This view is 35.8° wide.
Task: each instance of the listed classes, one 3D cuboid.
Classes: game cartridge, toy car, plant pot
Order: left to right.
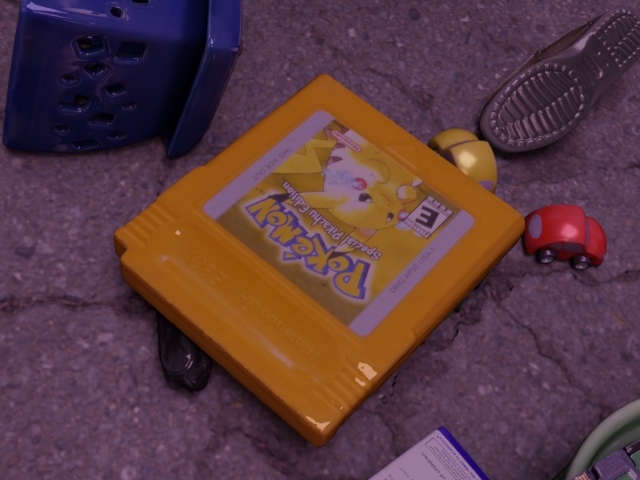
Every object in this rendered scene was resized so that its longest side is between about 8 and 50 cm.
[{"bbox_3d":[-0.200,-0.230,1.020,0.212,0.236,0.236,8,60,-16],"label":"plant pot"},{"bbox_3d":[0.000,0.000,0.979,0.285,0.052,0.324,38,58,17],"label":"game cartridge"},{"bbox_3d":[0.181,-0.007,1.076,0.239,0.053,0.225,37,60,9],"label":"toy car"}]

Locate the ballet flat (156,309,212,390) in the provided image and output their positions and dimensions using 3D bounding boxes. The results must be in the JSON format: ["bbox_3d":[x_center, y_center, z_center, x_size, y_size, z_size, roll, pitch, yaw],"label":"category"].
[{"bbox_3d":[-0.133,0.067,0.978,0.057,0.049,0.173,-11,55,13],"label":"ballet flat"}]

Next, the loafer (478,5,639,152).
[{"bbox_3d":[0.285,-0.187,1.196,0.251,0.087,0.094,-35,100,-16],"label":"loafer"}]

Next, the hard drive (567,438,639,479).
[{"bbox_3d":[0.290,0.321,0.735,0.237,0.064,0.339,-23,69,-23],"label":"hard drive"}]

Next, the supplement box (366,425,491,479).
[{"bbox_3d":[0.050,0.264,0.817,0.114,0.111,0.220,48,39,15],"label":"supplement box"}]

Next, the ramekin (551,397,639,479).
[{"bbox_3d":[0.326,0.300,0.879,0.303,0.148,0.303,6,60,-10],"label":"ramekin"}]
